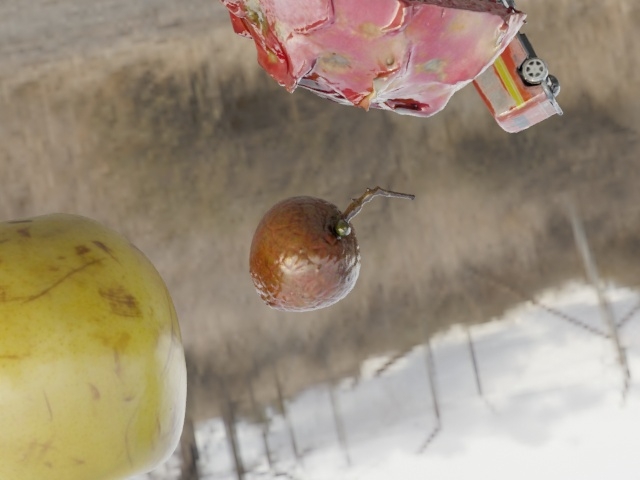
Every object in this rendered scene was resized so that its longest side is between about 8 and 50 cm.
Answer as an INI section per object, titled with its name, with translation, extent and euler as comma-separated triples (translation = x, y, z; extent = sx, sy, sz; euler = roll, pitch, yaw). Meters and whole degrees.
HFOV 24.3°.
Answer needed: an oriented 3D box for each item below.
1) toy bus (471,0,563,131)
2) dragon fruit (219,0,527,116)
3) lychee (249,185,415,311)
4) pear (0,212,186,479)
[toy bus]
translation = 0.181, -0.196, 1.527
extent = 0.077, 0.174, 0.079
euler = -30, 162, 12
[dragon fruit]
translation = -0.008, -0.164, 1.083
extent = 0.274, 0.126, 0.161
euler = 31, -160, 21
[lychee]
translation = -0.006, 0.001, 1.324
extent = 0.101, 0.140, 0.114
euler = 30, -165, 20
[pear]
translation = -0.250, 0.110, 1.340
extent = 0.280, 0.281, 0.281
euler = -11, 178, 0
